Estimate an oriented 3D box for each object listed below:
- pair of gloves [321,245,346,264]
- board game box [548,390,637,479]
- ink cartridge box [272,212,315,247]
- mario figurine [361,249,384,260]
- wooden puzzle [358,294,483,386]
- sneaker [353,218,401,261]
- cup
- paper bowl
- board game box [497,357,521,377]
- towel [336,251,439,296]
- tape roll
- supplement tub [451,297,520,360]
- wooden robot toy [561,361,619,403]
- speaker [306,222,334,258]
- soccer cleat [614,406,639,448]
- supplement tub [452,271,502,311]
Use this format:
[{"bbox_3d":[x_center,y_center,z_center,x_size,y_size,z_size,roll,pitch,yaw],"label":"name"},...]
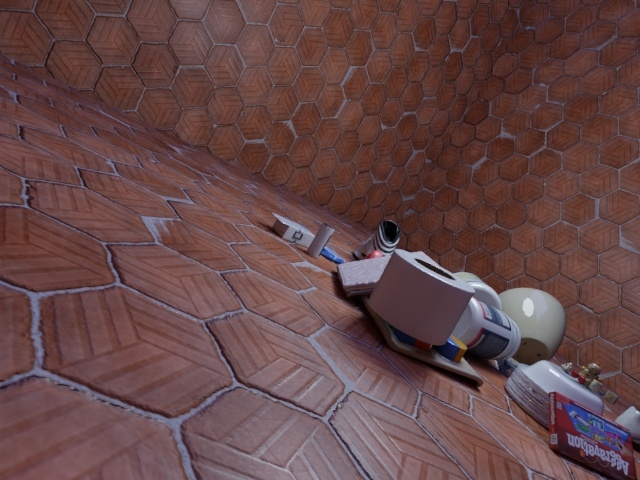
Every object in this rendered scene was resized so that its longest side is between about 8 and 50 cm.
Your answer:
[{"bbox_3d":[0.041,0.055,1.831,0.159,0.023,0.198,32,10,9],"label":"pair of gloves"},{"bbox_3d":[0.718,0.524,1.115,0.281,0.145,0.027,28,-34,-12],"label":"board game box"},{"bbox_3d":[-0.123,-0.041,1.710,0.180,0.060,0.104,23,12,-40],"label":"ink cartridge box"},{"bbox_3d":[0.296,0.162,1.725,0.320,0.170,0.198,24,-5,32],"label":"mario figurine"},{"bbox_3d":[0.302,0.273,1.287,0.347,0.081,0.322,28,9,-16],"label":"wooden puzzle"},{"bbox_3d":[0.298,0.023,2.065,0.169,0.258,0.447,29,9,-4],"label":"sneaker"},{"bbox_3d":[0.894,0.407,1.835,0.331,0.331,0.237,31,35,4],"label":"cup"},{"bbox_3d":[0.736,0.485,1.302,0.284,0.148,0.284,30,9,-6],"label":"paper bowl"},{"bbox_3d":[0.783,0.522,1.567,0.243,0.042,0.165,33,9,17],"label":"board game box"},{"bbox_3d":[0.228,0.110,1.454,0.331,0.054,0.317,-8,11,0],"label":"towel"},{"bbox_3d":[0.278,0.151,1.174,0.246,0.169,0.246,25,12,-5],"label":"tape roll"},{"bbox_3d":[0.568,0.318,1.523,0.272,0.191,0.191,25,10,-28],"label":"supplement tub"},{"bbox_3d":[0.826,0.407,1.282,0.076,0.079,0.173,26,10,-28],"label":"wooden robot toy"},{"bbox_3d":[0.000,0.000,1.636,0.055,0.136,0.055,29,8,-5],"label":"speaker"},{"bbox_3d":[1.254,0.734,1.576,0.331,0.143,0.116,28,9,-12],"label":"soccer cleat"},{"bbox_3d":[0.645,0.271,1.878,0.235,0.236,0.325,30,9,3],"label":"supplement tub"}]
